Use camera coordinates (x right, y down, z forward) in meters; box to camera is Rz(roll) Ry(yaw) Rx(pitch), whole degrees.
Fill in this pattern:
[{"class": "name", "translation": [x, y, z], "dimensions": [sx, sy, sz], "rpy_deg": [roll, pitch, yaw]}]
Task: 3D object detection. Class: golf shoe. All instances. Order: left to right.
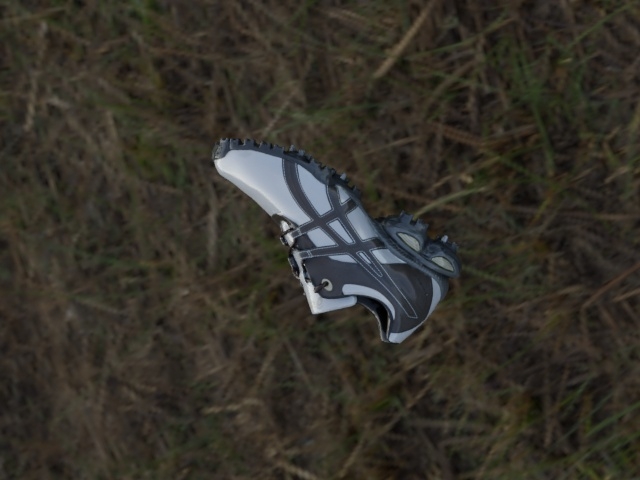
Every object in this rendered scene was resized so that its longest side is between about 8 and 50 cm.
[{"class": "golf shoe", "translation": [0.000, 0.000, 0.971], "dimensions": [0.198, 0.077, 0.094], "rpy_deg": [30, 82, -4]}]
